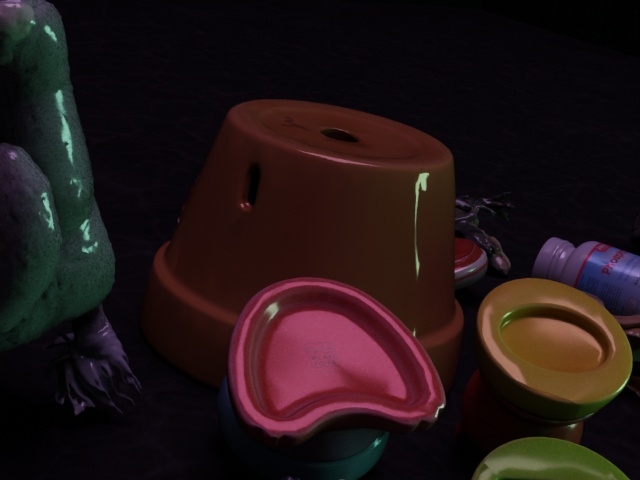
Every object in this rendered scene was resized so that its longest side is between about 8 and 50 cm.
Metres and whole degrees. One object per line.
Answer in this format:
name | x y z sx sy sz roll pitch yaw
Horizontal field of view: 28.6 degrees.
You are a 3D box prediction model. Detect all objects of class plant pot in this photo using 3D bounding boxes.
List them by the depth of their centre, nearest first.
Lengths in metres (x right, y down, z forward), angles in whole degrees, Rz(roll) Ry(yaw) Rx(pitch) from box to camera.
plant pot | 0.000 0.000 1.104 0.290 0.204 0.291 11 19 -4

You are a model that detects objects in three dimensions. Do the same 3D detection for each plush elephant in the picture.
plush elephant | -0.286 0.018 0.840 0.255 0.330 0.271 -26 21 -26

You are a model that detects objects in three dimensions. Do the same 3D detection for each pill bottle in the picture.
pill bottle | 0.306 0.052 1.315 0.160 0.087 0.087 22 21 28

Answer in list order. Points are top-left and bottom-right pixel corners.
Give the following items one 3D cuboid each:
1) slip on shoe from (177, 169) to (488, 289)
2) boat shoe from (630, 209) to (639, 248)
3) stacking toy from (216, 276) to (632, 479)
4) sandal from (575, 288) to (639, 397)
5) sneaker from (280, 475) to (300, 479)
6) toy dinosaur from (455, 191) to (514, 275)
slip on shoe | 0.018 -0.012 1.316 0.331 0.101 0.123 12 16 -3
boat shoe | 0.508 0.013 1.593 0.227 0.069 0.081 21 -20 16
stacking toy | 0.079 0.166 0.894 0.308 0.130 0.280 4 46 -14
sandal | 0.287 0.112 1.172 0.240 0.088 0.079 15 48 -36
sneaker | 0.013 0.230 0.581 0.112 0.121 0.299 38 20 -18
toy dinosaur | 0.156 -0.033 1.530 0.118 0.064 0.268 -12 25 -36
